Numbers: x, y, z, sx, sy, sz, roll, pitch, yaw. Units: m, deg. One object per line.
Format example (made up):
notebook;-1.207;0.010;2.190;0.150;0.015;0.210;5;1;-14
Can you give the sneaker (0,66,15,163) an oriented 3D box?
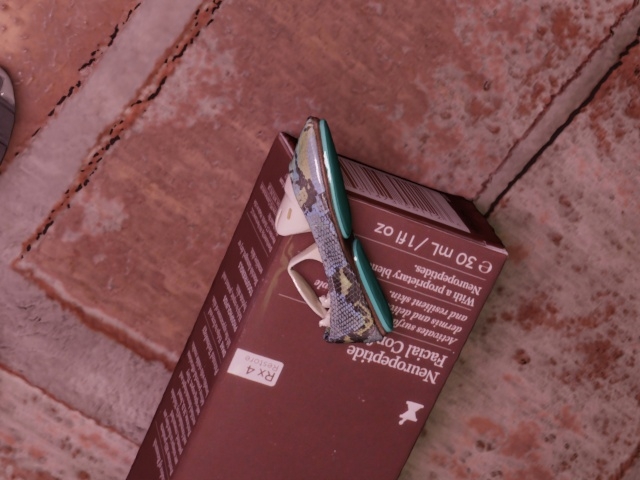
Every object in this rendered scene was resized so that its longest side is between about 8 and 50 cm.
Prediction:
sneaker;-0.333;-0.029;1.077;0.101;0.106;0.267;33;81;-18

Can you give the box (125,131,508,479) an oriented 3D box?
box;-0.017;0.122;1.186;0.191;0.143;0.381;18;108;-19

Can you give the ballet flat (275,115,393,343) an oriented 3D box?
ballet flat;0.000;0.000;1.036;0.070;0.070;0.188;-20;111;-5
